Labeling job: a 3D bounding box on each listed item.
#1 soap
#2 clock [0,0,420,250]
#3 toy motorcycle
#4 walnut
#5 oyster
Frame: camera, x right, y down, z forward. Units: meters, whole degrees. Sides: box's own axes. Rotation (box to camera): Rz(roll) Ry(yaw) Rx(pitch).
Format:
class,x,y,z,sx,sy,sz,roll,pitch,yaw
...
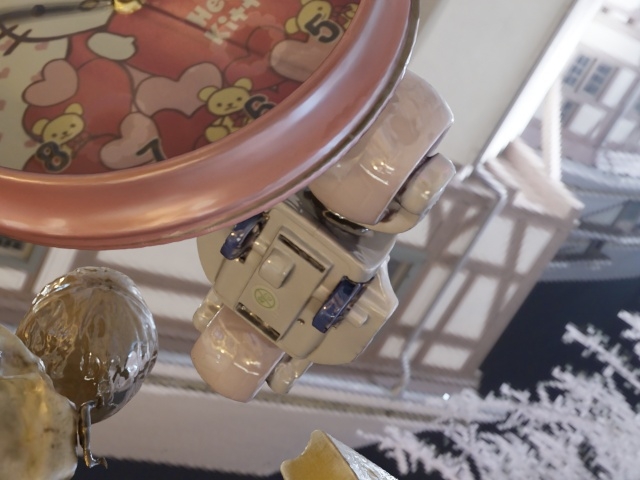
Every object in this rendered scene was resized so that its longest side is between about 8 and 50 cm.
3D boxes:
class,x,y,z,sx,sy,sz,roll,pitch,yaw
soap,0.081,0.360,1.300,0.274,0.089,0.173,41,-174,-43
clock,-0.079,-0.102,0.449,0.244,0.244,0.056,41,163,25
toy motorcycle,0.000,0.000,0.545,0.112,0.254,0.113,13,-128,-17
walnut,-0.227,0.102,1.003,0.140,0.162,0.140,32,-155,-17
oyster,-0.230,0.218,0.755,0.133,0.337,0.197,-5,-171,-38
